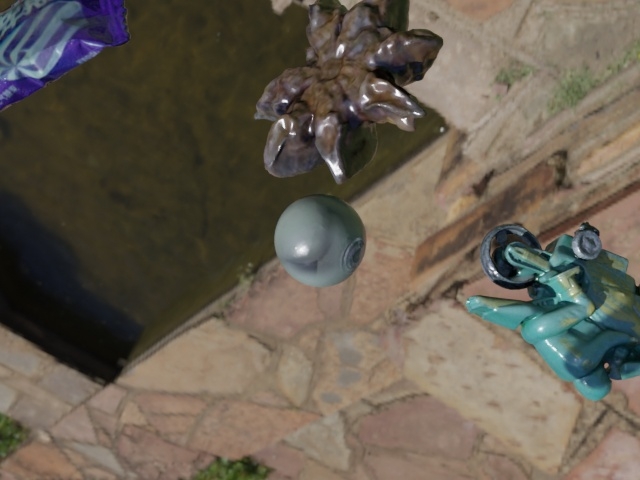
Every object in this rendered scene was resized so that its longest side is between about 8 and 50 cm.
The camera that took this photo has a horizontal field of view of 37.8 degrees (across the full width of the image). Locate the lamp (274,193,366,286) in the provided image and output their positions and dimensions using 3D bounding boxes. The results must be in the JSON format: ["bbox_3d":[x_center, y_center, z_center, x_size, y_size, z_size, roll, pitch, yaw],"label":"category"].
[{"bbox_3d":[0.000,0.000,1.033,0.105,0.105,0.105,11,139,9],"label":"lamp"}]

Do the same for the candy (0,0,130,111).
[{"bbox_3d":[-0.337,-0.221,1.074,0.275,0.145,0.070,-27,146,9],"label":"candy"}]

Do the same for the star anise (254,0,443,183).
[{"bbox_3d":[0.027,-0.214,1.238,0.315,0.315,0.108,-15,156,33],"label":"star anise"}]

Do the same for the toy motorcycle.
[{"bbox_3d":[0.323,0.093,1.165,0.296,0.198,0.109,22,159,-7],"label":"toy motorcycle"}]
